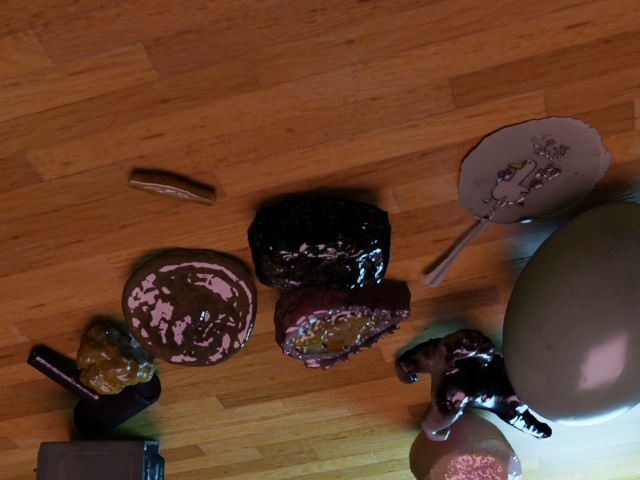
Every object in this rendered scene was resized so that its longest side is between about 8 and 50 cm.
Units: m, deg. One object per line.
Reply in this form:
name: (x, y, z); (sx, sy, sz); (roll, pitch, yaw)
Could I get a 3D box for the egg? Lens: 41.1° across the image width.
egg: (0.446, 0.121, 1.377); (0.276, 0.276, 0.388); (14, 112, -19)

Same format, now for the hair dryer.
hair dryer: (-0.468, 0.286, 1.688); (0.197, 0.089, 0.251); (-31, 126, 30)

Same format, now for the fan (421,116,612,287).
fan: (0.284, -0.052, 1.384); (0.233, 0.012, 0.414); (20, 132, -24)

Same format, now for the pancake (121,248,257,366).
pancake: (-0.218, 0.121, 1.468); (0.242, 0.050, 0.241); (-4, 117, -9)

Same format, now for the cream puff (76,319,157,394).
cream puff: (-0.387, 0.230, 1.587); (0.156, 0.121, 0.156); (-3, 137, -3)

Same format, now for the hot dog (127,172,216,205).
hot dog: (-0.225, -0.080, 1.307); (0.137, 0.028, 0.044); (14, 163, -16)

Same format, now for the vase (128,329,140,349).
vase: (-0.267, 0.151, 1.543); (0.149, 0.081, 0.081); (-4, 140, -4)

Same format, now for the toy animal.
toy animal: (0.342, 0.256, 1.614); (0.345, 0.194, 0.302); (1, 145, -13)

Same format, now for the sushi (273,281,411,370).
sushi: (0.028, 0.122, 1.501); (0.241, 0.107, 0.161); (-29, 134, 16)

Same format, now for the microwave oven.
microwave oven: (-0.456, 0.510, 1.784); (0.238, 0.181, 0.295); (2, 167, -5)

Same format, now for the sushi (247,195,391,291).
sushi: (0.000, 0.000, 1.343); (0.225, 0.124, 0.127); (-1, 139, 6)

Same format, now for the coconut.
coconut: (0.318, 0.502, 1.877); (0.233, 0.245, 0.233); (0, 98, -3)
